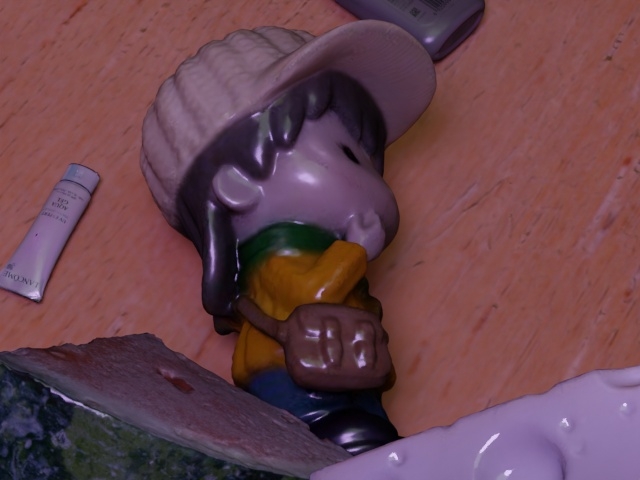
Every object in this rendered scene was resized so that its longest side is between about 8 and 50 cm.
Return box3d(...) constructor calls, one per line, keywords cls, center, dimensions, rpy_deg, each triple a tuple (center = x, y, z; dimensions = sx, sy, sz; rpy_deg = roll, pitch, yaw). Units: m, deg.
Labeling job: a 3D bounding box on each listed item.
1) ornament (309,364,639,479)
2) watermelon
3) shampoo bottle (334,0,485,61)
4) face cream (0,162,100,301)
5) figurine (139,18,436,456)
box3d(cls="ornament", center=(0.163, 0.234, 1.048), dimensions=(0.239, 0.240, 0.239), rpy_deg=(-21, 54, 18))
box3d(cls="watermelon", center=(-0.137, 0.147, 1.148), dimensions=(0.256, 0.260, 0.176), rpy_deg=(38, 19, -27))
box3d(cls="shampoo bottle", center=(0.046, -0.206, 1.512), dimensions=(0.165, 0.040, 0.080), rpy_deg=(36, 61, 19))
box3d(cls="face cream", center=(-0.192, -0.006, 1.366), dimensions=(0.038, 0.020, 0.115), rpy_deg=(21, 59, 9))
box3d(cls="figurine", center=(-0.027, 0.013, 1.287), dimensions=(0.204, 0.185, 0.332), rpy_deg=(-4, 70, 21))
